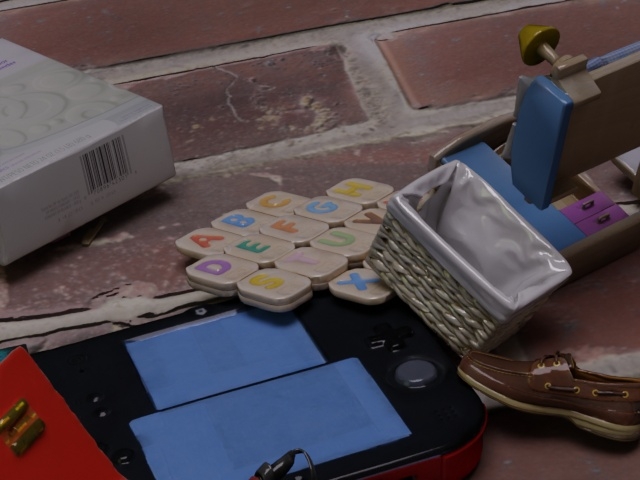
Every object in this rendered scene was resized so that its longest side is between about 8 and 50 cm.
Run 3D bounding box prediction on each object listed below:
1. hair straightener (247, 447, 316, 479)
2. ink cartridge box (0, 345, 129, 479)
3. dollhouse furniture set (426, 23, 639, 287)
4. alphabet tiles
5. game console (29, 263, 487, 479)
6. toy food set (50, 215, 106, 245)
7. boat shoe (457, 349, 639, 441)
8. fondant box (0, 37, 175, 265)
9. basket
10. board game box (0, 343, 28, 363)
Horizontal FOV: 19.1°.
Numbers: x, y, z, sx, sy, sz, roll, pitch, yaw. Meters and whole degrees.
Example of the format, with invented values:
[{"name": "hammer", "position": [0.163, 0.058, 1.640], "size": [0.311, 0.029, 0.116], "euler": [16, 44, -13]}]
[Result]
[{"name": "hair straightener", "position": [-0.083, 0.267, 1.603], "size": [0.230, 0.089, 0.047], "euler": [-46, 33, -22]}, {"name": "ink cartridge box", "position": [-0.159, 0.296, 1.337], "size": [0.091, 0.385, 0.308], "euler": [-25, 17, 43]}, {"name": "dollhouse furniture set", "position": [0.272, -0.149, 1.930], "size": [0.286, 0.303, 0.198], "euler": [-25, 53, -26]}, {"name": "alphabet tiles", "position": [0.000, 0.000, 1.988], "size": [0.278, 0.021, 0.284], "euler": [15, 31, 38]}, {"name": "game console", "position": [-0.068, 0.153, 1.788], "size": [0.386, 0.060, 0.342], "euler": [-14, 36, -14]}, {"name": "toy food set", "position": [-0.304, -0.023, 2.109], "size": [0.122, 0.019, 0.078], "euler": [6, 36, 16]}, {"name": "boat shoe", "position": [0.215, 0.129, 1.747], "size": [0.178, 0.060, 0.064], "euler": [17, 16, 10]}, {"name": "fondant box", "position": [-0.359, -0.109, 2.155], "size": [0.238, 0.096, 0.330], "euler": [-30, 35, -31]}, {"name": "basket", "position": [0.140, 0.023, 1.851], "size": [0.167, 0.103, 0.113], "euler": [44, 44, 17]}, {"name": "board game box", "position": [-0.317, 0.169, 1.715], "size": [0.126, 0.026, 0.186], "euler": [-11, 35, -8]}]
